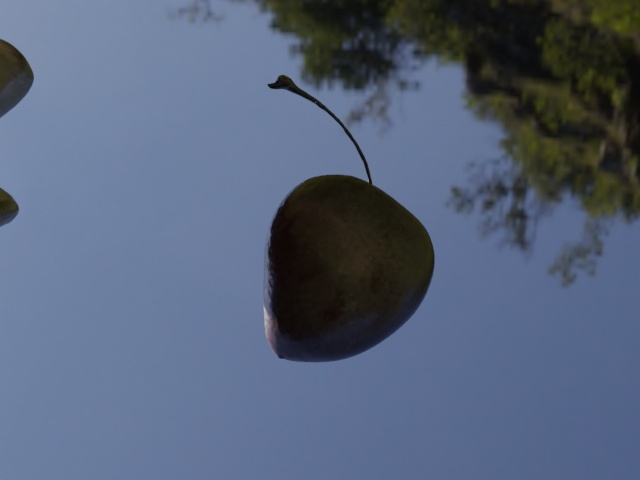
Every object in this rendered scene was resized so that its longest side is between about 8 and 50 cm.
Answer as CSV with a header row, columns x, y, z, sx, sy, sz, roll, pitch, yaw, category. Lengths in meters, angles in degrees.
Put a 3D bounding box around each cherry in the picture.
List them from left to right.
x,y,z,sx,sy,sz,roll,pitch,yaw,category
-0.005,0.005,1.202,0.148,0.188,0.115,-43,-144,12,cherry

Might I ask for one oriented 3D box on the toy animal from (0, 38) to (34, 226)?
x,y,z,sx,sy,sz,roll,pitch,yaw,category
-0.413,-0.061,1.476,0.368,0.241,0.196,-5,-107,18,toy animal
